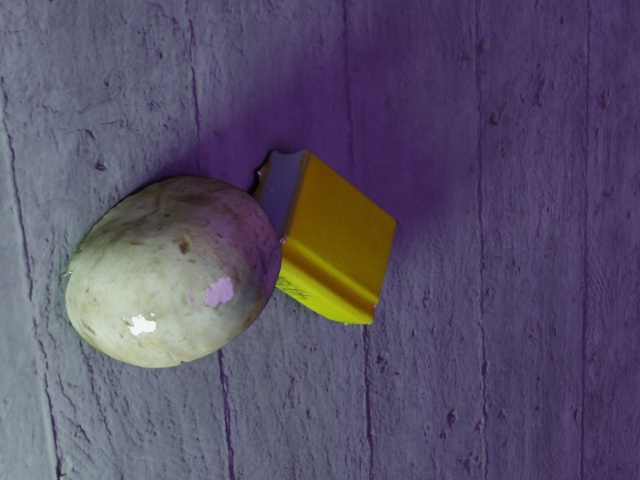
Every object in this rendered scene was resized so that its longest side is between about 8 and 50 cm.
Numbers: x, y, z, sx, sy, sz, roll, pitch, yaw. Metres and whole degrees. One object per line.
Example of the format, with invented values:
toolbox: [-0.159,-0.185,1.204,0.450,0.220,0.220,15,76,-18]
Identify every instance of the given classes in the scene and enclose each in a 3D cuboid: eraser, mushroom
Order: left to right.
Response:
mushroom: [-0.142,0.052,1.615,0.254,0.189,0.195,-40,126,-26]
eraser: [0.000,0.000,1.801,0.226,0.069,0.158,36,64,-46]
